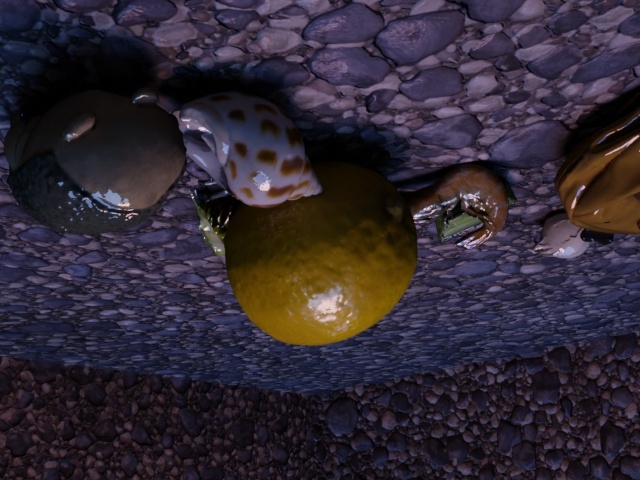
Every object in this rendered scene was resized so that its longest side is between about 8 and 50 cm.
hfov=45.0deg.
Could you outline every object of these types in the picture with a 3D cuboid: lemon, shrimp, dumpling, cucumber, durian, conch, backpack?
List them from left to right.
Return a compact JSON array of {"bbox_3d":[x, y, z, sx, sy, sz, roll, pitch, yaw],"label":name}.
[{"bbox_3d":[-0.194,0.011,1.698,0.169,0.158,0.352,9,164,2],"label":"durian"},{"bbox_3d":[-0.106,-0.142,1.246,0.275,0.149,0.182,53,162,-29],"label":"conch"},{"bbox_3d":[0.023,0.014,1.455,0.364,0.364,0.364,-3,160,-1],"label":"lemon"},{"bbox_3d":[0.243,-0.039,1.578,0.296,0.169,0.058,-26,-172,21],"label":"shrimp"},{"bbox_3d":[0.314,-0.073,1.644,0.193,0.086,0.115,-21,155,26],"label":"cucumber"},{"bbox_3d":[0.580,-0.015,1.823,0.188,0.108,0.127,-25,180,16],"label":"dumpling"},{"bbox_3d":[0.621,-0.118,1.398,0.353,0.201,0.378,9,154,-19],"label":"backpack"}]

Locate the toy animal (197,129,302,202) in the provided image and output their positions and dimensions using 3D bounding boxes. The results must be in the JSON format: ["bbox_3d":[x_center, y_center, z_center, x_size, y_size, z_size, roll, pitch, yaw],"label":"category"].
[{"bbox_3d":[-0.132,-0.135,1.421,0.176,0.073,0.217,-13,168,-19],"label":"toy animal"}]

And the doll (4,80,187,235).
[{"bbox_3d":[-0.364,-0.123,1.188,0.247,0.247,0.349,11,166,-33],"label":"doll"}]
